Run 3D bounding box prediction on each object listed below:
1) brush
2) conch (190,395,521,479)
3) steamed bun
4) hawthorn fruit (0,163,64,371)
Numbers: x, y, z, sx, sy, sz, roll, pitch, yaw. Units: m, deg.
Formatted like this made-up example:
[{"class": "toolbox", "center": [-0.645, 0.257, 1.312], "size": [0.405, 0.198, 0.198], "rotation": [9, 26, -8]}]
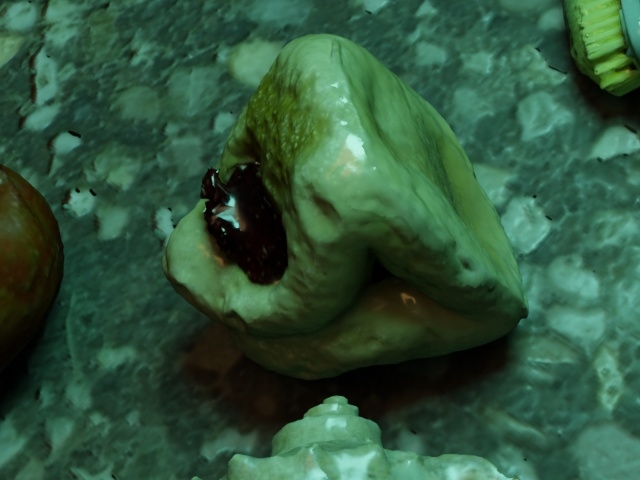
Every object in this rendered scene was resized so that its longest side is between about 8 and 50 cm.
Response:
[{"class": "brush", "center": [0.175, -0.196, 0.714], "size": [0.060, 0.068, 0.297], "rotation": [-20, 50, 33]}, {"class": "conch", "center": [0.028, 0.182, 0.478], "size": [0.178, 0.163, 0.245], "rotation": [-16, 58, 28]}, {"class": "steamed bun", "center": [0.000, 0.000, 0.608], "size": [0.155, 0.172, 0.141], "rotation": [-33, 44, 20]}, {"class": "hawthorn fruit", "center": [-0.250, 0.030, 0.660], "size": [0.179, 0.179, 0.200], "rotation": [32, 92, 30]}]
